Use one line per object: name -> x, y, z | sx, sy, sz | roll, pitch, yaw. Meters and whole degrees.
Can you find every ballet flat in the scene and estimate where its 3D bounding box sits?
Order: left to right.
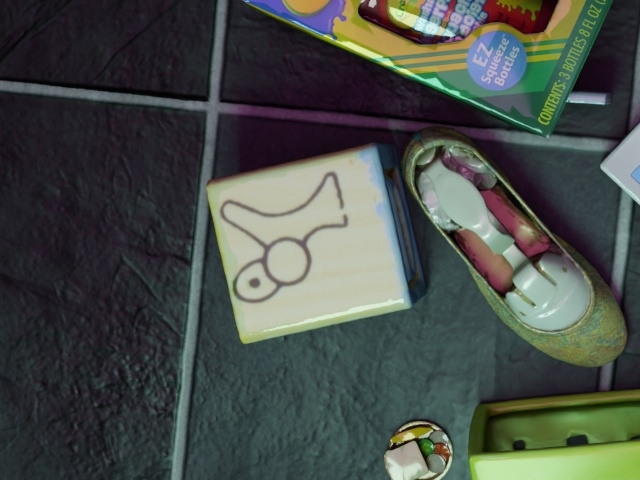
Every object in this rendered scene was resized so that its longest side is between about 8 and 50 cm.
ballet flat -> 0.216, 0.012, 1.871 | 0.123, 0.123, 0.348 | -41, 86, 9

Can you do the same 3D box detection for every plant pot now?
plant pot -> 0.288, 0.296, 1.822 | 0.227, 0.228, 0.207 | -6, 97, 9

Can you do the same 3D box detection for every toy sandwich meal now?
toy sandwich meal -> 0.115, 0.254, 1.941 | 0.085, 0.029, 0.086 | 0, 93, 9

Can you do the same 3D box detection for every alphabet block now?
alphabet block -> 0.000, 0.000, 1.867 | 0.197, 0.193, 0.192 | -12, 89, 10

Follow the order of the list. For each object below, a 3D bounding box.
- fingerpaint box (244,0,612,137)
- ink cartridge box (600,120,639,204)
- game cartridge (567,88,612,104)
fingerpaint box -> 0.168, -0.389, 1.803 | 0.371, 0.163, 0.445 | 24, 96, -4
ink cartridge box -> 0.509, -0.078, 1.843 | 0.296, 0.066, 0.261 | 43, 99, 5
game cartridge -> 0.304, -0.164, 1.864 | 0.056, 0.083, 0.017 | 8, 98, 8
